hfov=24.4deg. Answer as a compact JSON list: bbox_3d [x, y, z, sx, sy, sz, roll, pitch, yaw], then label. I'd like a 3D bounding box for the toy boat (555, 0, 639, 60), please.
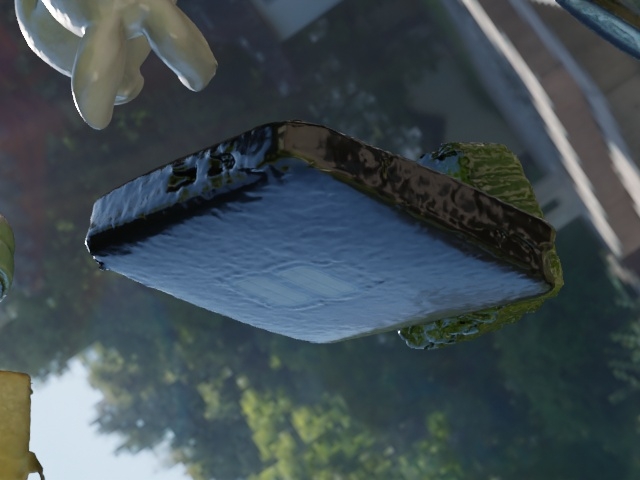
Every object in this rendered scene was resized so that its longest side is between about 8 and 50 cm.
[{"bbox_3d":[0.250,-0.189,1.183,0.137,0.061,0.060,31,160,-1],"label":"toy boat"}]

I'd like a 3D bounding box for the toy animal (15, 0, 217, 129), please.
[{"bbox_3d":[-0.177,-0.190,1.225,0.193,0.127,0.179,12,115,65],"label":"toy animal"}]

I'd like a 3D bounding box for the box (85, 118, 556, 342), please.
[{"bbox_3d":[0.000,0.000,1.398,0.359,0.350,0.091,21,-116,-37],"label":"box"}]

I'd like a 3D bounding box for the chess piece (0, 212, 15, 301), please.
[{"bbox_3d":[-0.302,-0.079,1.087,0.139,0.139,0.272,48,-153,-59],"label":"chess piece"}]

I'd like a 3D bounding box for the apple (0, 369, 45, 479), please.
[{"bbox_3d":[-0.391,0.300,1.501,0.252,0.314,0.309,42,142,14],"label":"apple"}]

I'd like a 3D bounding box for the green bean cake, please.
[{"bbox_3d":[0.162,0.006,1.709,0.113,0.200,0.214,-5,-107,-43],"label":"green bean cake"}]
